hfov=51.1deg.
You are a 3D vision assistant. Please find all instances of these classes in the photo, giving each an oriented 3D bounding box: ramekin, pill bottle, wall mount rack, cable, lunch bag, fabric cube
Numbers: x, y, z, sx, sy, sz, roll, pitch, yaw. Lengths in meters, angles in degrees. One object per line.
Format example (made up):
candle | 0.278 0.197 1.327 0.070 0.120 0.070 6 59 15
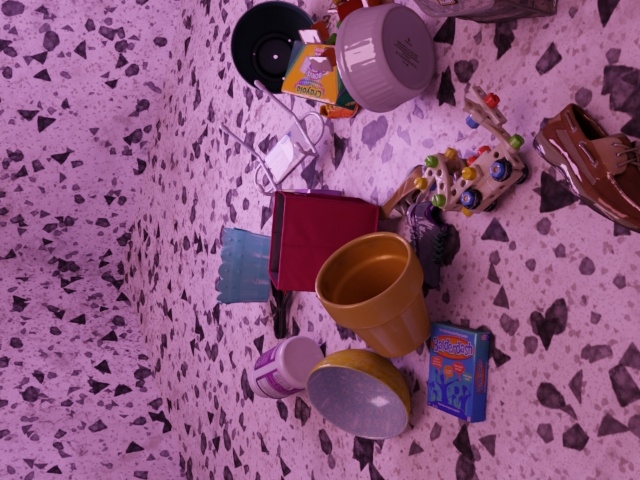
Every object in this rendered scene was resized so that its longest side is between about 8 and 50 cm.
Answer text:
ramekin | 0.175 -0.466 1.680 0.127 0.272 0.273 -7 83 46
pill bottle | -0.124 0.434 2.232 0.301 0.169 0.169 -37 58 52
wall mount rack | -0.161 -0.323 2.151 0.350 0.130 0.304 -44 64 29
cable | -0.123 0.214 2.367 0.139 0.072 0.287 9 109 52
lunch bag | 0.322 -0.554 1.402 0.235 0.287 0.169 19 105 57
fabric cube | 0.000 0.000 1.884 0.254 0.258 0.259 -139 54 -78

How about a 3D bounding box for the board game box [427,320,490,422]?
board game box | 0.328 0.310 1.604 0.160 0.047 0.210 6 93 59

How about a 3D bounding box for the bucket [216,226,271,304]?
bucket | -0.267 0.095 2.384 0.281 0.183 0.281 -174 90 -84

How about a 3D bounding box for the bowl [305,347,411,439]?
bowl | 0.121 0.383 1.809 0.289 0.289 0.156 -51 5 46

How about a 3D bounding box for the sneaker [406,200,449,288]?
sneaker | 0.278 0.006 1.667 0.098 0.083 0.224 -18 78 44

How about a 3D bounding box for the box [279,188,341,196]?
box | -0.042 -0.043 2.155 0.213 0.117 0.243 6 95 59

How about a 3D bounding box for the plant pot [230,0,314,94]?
plant pot | -0.148 -0.624 2.223 0.196 0.293 0.293 -126 40 -82

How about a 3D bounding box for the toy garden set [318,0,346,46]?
toy garden set | 0.063 -0.640 2.043 0.204 0.049 0.244 60 140 23

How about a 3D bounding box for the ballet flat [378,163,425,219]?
ballet flat | 0.219 -0.105 1.768 0.073 0.080 0.232 58 140 18

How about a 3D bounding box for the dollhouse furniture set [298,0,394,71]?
dollhouse furniture set | 0.114 -0.520 1.807 0.135 0.262 0.259 26 145 54

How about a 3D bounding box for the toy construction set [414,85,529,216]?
toy construction set | 0.344 -0.183 1.509 0.328 0.151 0.215 115 143 -52

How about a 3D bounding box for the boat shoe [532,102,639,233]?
boat shoe | 0.520 -0.141 1.229 0.324 0.122 0.120 59 133 40

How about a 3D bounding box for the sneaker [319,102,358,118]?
sneaker | 0.056 -0.403 2.048 0.175 0.067 0.064 -9 80 57

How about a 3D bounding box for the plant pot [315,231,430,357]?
plant pot | 0.151 0.147 1.629 0.254 0.254 0.239 30 158 55

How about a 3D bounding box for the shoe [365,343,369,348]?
shoe | 0.176 0.234 1.828 0.219 0.076 0.058 -45 57 51

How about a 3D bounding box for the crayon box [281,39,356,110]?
crayon box | 0.009 -0.499 2.011 0.278 0.081 0.165 26 103 47
